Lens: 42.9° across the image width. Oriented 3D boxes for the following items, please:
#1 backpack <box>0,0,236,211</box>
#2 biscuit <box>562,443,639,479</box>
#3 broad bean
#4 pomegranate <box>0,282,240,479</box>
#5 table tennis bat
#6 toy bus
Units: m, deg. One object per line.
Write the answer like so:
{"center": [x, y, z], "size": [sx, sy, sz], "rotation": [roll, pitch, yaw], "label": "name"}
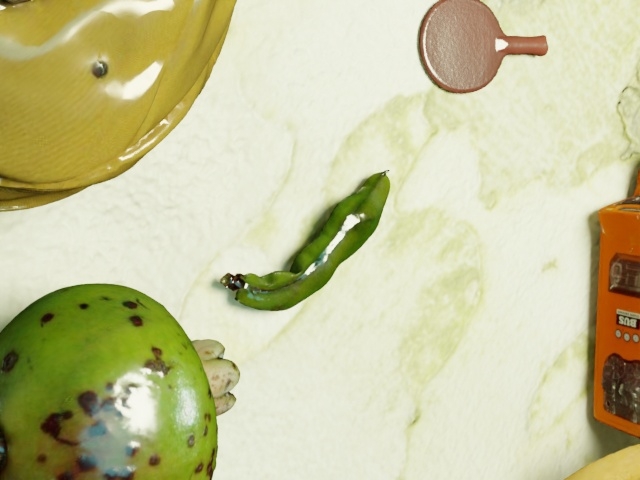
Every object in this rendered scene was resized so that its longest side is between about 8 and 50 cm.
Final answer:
{"center": [-0.202, -0.200, 0.545], "size": [0.353, 0.201, 0.378], "rotation": [15, 84, -23], "label": "backpack"}
{"center": [0.408, 0.280, 0.892], "size": [0.355, 0.052, 0.275], "rotation": [0, 136, -20], "label": "biscuit"}
{"center": [0.001, 0.008, 0.751], "size": [0.195, 0.046, 0.061], "rotation": [-34, 111, -19], "label": "broad bean"}
{"center": [-0.152, 0.131, 0.618], "size": [0.248, 0.202, 0.202], "rotation": [-6, 98, -55], "label": "pomegranate"}
{"center": [0.168, -0.201, 0.835], "size": [0.155, 0.019, 0.098], "rotation": [-5, 96, -24], "label": "table tennis bat"}
{"center": [0.391, 0.051, 0.900], "size": [0.153, 0.143, 0.329], "rotation": [-2, 97, -24], "label": "toy bus"}
